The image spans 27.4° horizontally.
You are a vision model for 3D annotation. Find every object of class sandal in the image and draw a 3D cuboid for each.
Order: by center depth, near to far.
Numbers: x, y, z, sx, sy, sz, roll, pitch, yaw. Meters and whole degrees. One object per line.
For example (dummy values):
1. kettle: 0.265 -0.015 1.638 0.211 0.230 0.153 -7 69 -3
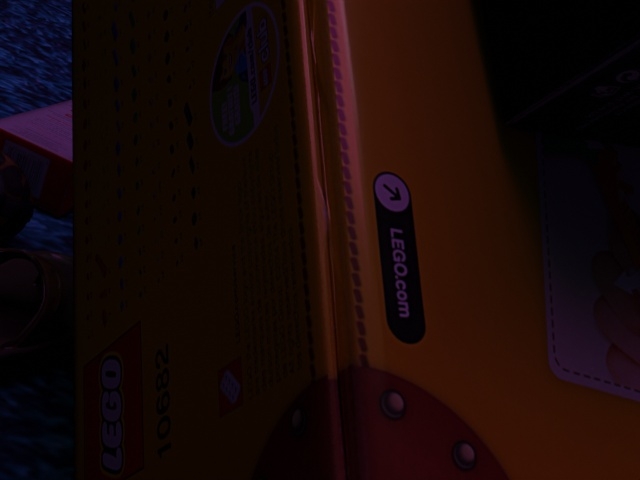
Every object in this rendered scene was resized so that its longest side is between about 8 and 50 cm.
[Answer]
1. sandal: -0.163 0.031 0.665 0.072 0.049 0.180 26 19 15

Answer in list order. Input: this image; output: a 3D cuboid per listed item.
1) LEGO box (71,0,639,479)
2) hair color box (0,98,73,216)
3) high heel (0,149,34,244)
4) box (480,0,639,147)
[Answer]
1. LEGO box: 0.096 -0.073 0.579 0.372 0.193 0.500 11 62 -30
2. hair color box: -0.176 -0.062 0.927 0.072 0.043 0.141 25 19 11
3. high heel: -0.299 -0.055 0.752 0.261 0.093 0.186 19 -2 20
4. box: 0.133 -0.114 0.435 0.158 0.093 0.156 5 67 -32
